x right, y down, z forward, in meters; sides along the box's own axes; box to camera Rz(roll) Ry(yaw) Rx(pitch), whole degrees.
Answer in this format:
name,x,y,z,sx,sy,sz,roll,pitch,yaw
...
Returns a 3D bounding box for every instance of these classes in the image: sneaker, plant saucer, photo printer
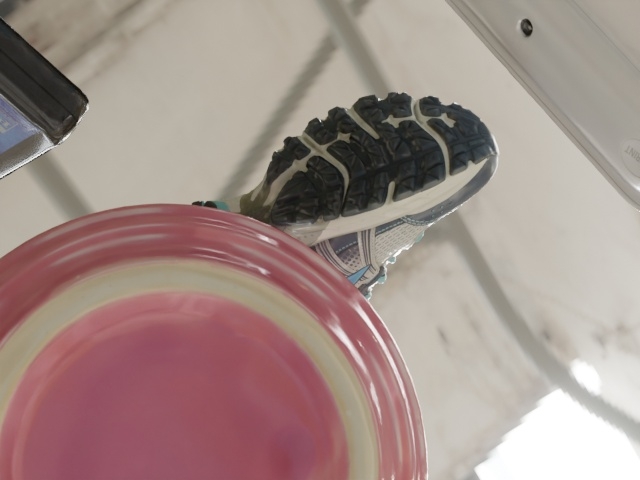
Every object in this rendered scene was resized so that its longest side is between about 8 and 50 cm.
name,x,y,z,sx,sy,sz,roll,pitch,yaw
sneaker,0.000,0.000,1.378,0.283,0.122,0.110,-26,-136,12
plant saucer,-0.093,0.138,1.211,0.332,0.332,0.084,-42,180,-12
photo printer,0.237,-0.148,1.268,0.256,0.107,0.307,-22,-121,-31

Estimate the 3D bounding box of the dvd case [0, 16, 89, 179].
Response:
name,x,y,z,sx,sy,sz,roll,pitch,yaw
dvd case,-0.195,-0.070,0.672,0.022,0.180,0.253,-56,-162,-26
